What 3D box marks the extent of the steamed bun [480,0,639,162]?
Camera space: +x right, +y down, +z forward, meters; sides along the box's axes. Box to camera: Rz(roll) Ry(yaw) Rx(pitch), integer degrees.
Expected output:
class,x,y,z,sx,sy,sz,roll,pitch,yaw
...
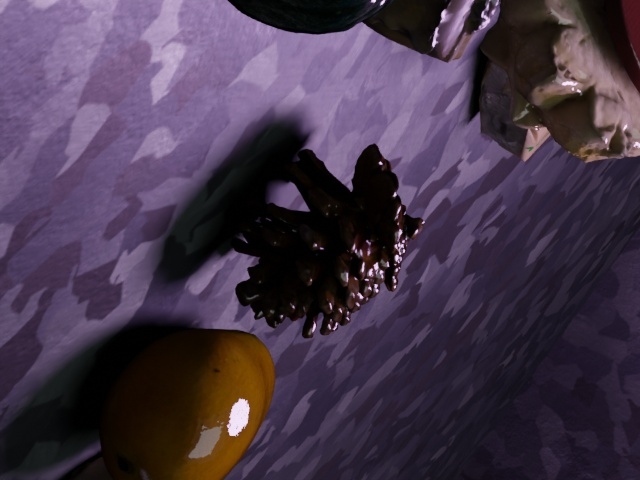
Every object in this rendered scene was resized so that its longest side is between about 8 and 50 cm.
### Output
class,x,y,z,sx,sy,sz,roll,pitch,yaw
steamed bun,0.270,-0.215,1.865,0.137,0.295,0.292,-13,167,42

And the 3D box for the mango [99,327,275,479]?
class,x,y,z,sx,sy,sz,roll,pitch,yaw
mango,-0.126,0.167,1.725,0.175,0.139,0.254,-47,170,8

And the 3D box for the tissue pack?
class,x,y,z,sx,sy,sz,roll,pitch,yaw
tissue pack,0.279,-0.217,2.056,0.222,0.090,0.186,-45,164,-18

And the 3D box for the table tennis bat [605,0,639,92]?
class,x,y,z,sx,sy,sz,roll,pitch,yaw
table tennis bat,0.327,-0.275,1.806,0.200,0.038,0.310,-53,125,-45

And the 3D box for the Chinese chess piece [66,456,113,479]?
class,x,y,z,sx,sy,sz,roll,pitch,yaw
Chinese chess piece,-0.229,0.329,1.853,0.257,0.104,0.257,-46,162,-19

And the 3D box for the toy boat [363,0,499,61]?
class,x,y,z,sx,sy,sz,roll,pitch,yaw
toy boat,0.118,-0.307,1.345,0.162,0.136,0.445,-55,167,-43

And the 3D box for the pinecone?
class,x,y,z,sx,sy,sz,roll,pitch,yaw
pinecone,0.004,0.001,1.688,0.195,0.150,0.179,-46,163,-15

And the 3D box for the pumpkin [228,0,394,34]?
class,x,y,z,sx,sy,sz,roll,pitch,yaw
pumpkin,0.008,-0.240,1.177,0.220,0.162,0.220,-49,175,-6
